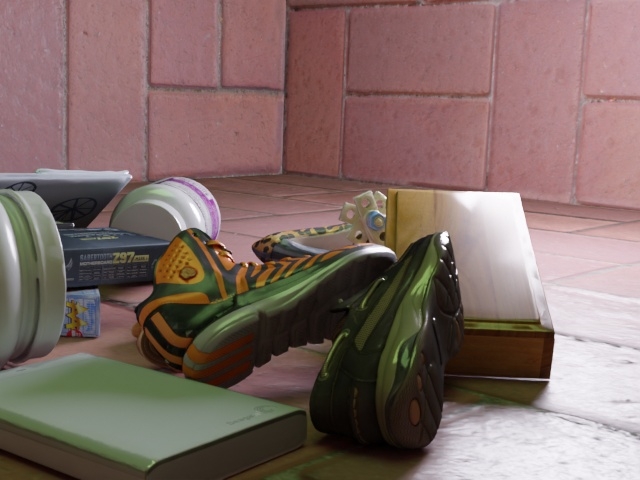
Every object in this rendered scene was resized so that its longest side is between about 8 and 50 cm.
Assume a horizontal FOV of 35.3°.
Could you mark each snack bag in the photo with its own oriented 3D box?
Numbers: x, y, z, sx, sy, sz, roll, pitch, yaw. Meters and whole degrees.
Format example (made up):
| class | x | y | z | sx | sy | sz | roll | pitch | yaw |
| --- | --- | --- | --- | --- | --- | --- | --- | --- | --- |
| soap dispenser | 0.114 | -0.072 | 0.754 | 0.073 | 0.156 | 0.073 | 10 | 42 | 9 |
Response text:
| class | x | y | z | sx | sy | sz | roll | pitch | yaw |
| --- | --- | --- | --- | --- | --- | --- | --- | --- | --- |
| snack bag | -0.538 | -0.037 | 1.705 | 0.343 | 0.037 | 0.323 | -3 | -24 | -43 |

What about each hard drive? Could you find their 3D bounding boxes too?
| class | x | y | z | sx | sy | sz | roll | pitch | yaw |
| --- | --- | --- | --- | --- | --- | --- | --- | --- | --- |
| hard drive | -0.195 | 0.166 | 0.949 | 0.308 | 0.040 | 0.203 | 7 | 10 | 37 |

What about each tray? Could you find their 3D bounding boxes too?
| class | x | y | z | sx | sy | sz | roll | pitch | yaw |
| --- | --- | --- | --- | --- | --- | --- | --- | --- | --- |
| tray | 0.186 | 0.040 | 1.361 | 0.203 | 0.076 | 0.411 | 2 | 27 | 4 |

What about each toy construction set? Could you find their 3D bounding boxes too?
| class | x | y | z | sx | sy | sz | roll | pitch | yaw |
| --- | --- | --- | --- | --- | --- | --- | --- | --- | --- |
| toy construction set | 0.153 | 0.024 | 1.693 | 0.215 | 0.151 | 0.327 | -1 | 20 | -17 |

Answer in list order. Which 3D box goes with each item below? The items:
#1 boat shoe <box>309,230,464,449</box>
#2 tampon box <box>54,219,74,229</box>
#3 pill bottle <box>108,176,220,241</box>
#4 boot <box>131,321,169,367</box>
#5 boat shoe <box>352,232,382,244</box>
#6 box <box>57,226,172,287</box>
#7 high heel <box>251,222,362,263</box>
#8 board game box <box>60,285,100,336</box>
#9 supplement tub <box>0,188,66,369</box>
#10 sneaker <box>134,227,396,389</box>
| class | x | y | z | sx | sy | sz | roll | pitch | yaw |
| --- | --- | --- | --- | --- | --- | --- | --- | --- | --- |
| boat shoe | 0.071 | 0.087 | 1.060 | 0.130 | 0.132 | 0.355 | -4 | 20 | 17 |
| tampon box | -0.476 | 0.024 | 1.590 | 0.101 | 0.120 | 0.161 | -4 | 10 | -44 |
| pill bottle | -0.278 | -0.021 | 1.781 | 0.169 | 0.169 | 0.301 | 2 | 8 | 3 |
| boot | -0.190 | 0.113 | 1.261 | 0.152 | 0.073 | 0.197 | -2 | 6 | 39 |
| boat shoe | 0.168 | 0.027 | 1.879 | 0.224 | 0.080 | 0.073 | 7 | 3 | -2 |
| box | -0.346 | 0.021 | 1.430 | 0.233 | 0.059 | 0.183 | -4 | 11 | -44 |
| high heel | 0.000 | 0.000 | 1.950 | 0.186 | 0.093 | 0.261 | 10 | 17 | 33 |
| board game box | -0.379 | 0.088 | 1.378 | 0.194 | 0.060 | 0.194 | -3 | 9 | -29 |
| supplement tub | -0.452 | 0.049 | 1.050 | 0.316 | 0.228 | 0.228 | -4 | 10 | -37 |
| sneaker | -0.069 | 0.040 | 1.156 | 0.321 | 0.124 | 0.180 | -19 | 45 | -39 |
